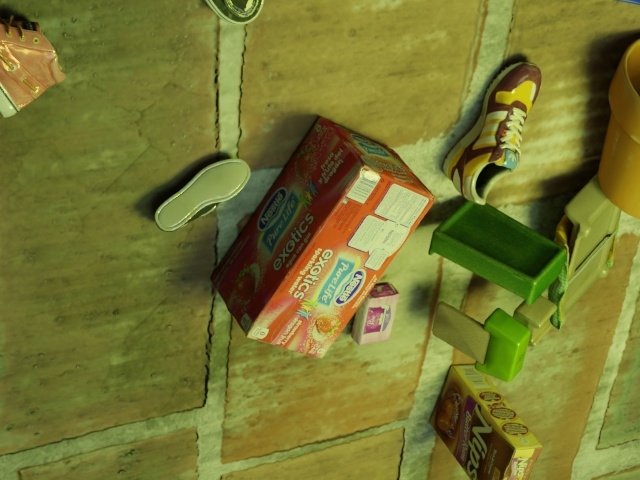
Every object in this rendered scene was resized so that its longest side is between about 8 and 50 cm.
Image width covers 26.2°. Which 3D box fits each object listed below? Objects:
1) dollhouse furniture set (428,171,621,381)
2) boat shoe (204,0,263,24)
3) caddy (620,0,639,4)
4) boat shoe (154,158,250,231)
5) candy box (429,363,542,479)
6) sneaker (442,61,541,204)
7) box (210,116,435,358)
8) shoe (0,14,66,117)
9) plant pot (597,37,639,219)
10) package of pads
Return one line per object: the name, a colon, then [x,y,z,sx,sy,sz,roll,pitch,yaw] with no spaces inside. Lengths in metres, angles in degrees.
dollhouse furniture set: [0.282,0.017,1.871,0.301,0.151,0.198,-40,149,-39]
boat shoe: [-0.095,-0.306,1.402,0.077,0.070,0.219,-24,132,-12]
caddy: [0.410,-0.364,1.531,0.341,0.241,0.179,4,92,-32]
boat shoe: [-0.137,-0.052,1.595,0.125,0.038,0.046,-38,92,-7]
candy box: [0.232,0.274,1.955,0.053,0.187,0.109,-1,124,-30]
sneaker: [0.230,-0.131,1.715,0.069,0.084,0.185,13,116,-36]
box: [0.000,0.000,1.655,0.128,0.123,0.257,20,112,-38]
shoe: [-0.320,-0.204,1.360,0.081,0.063,0.178,-33,139,-6]
plant pot: [0.453,-0.132,1.782,0.205,0.205,0.188,-9,142,-24]
package of pads: [0.072,0.099,1.835,0.050,0.032,0.083,-9,127,-26]
